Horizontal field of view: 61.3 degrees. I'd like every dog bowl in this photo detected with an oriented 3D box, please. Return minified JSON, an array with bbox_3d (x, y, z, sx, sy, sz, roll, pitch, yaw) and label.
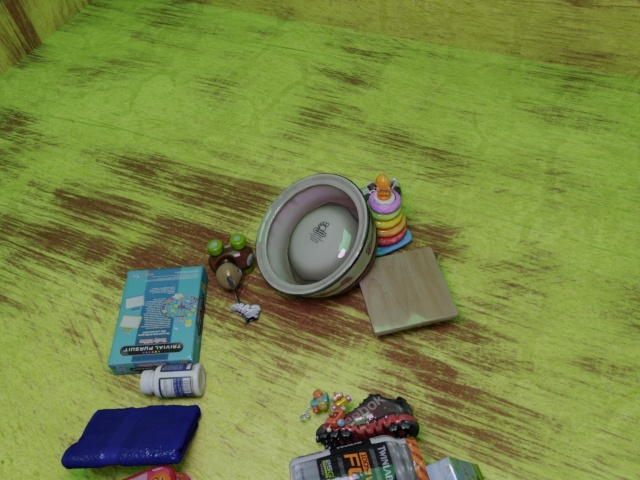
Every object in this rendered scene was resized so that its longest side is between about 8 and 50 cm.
[{"bbox_3d":[0.000,0.000,1.711,0.408,0.150,0.407,-15,61,28],"label":"dog bowl"}]

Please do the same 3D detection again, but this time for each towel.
[{"bbox_3d":[-0.490,0.528,1.439,0.309,0.076,0.227,-5,17,5],"label":"towel"}]

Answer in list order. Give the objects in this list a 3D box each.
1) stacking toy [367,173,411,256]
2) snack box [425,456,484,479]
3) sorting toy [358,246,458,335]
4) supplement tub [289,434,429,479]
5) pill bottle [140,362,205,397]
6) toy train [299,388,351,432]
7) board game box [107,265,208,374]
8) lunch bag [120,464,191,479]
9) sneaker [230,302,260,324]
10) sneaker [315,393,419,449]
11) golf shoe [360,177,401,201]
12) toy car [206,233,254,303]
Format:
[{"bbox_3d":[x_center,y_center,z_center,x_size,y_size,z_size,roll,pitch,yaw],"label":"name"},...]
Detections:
[{"bbox_3d":[0.205,-0.109,1.763,0.166,0.301,0.175,-26,54,-13],"label":"stacking toy"},{"bbox_3d":[0.342,0.610,1.258,0.070,0.207,0.174,-34,51,19],"label":"snack box"},{"bbox_3d":[0.259,0.169,1.679,0.256,0.089,0.257,-12,52,-4],"label":"sorting toy"},{"bbox_3d":[0.094,0.590,1.308,0.316,0.193,0.193,-13,53,-5],"label":"supplement tub"},{"bbox_3d":[-0.426,0.406,1.562,0.170,0.094,0.094,-3,52,3],"label":"pill bottle"},{"bbox_3d":[0.012,0.449,1.458,0.166,0.046,0.125,-7,26,47],"label":"toy train"},{"bbox_3d":[-0.501,0.245,1.702,0.254,0.079,0.335,-4,53,2],"label":"board game box"},{"bbox_3d":[-0.436,0.720,1.302,0.258,0.120,0.293,-23,50,6],"label":"lunch bag"},{"bbox_3d":[-0.242,0.236,1.709,0.098,0.038,0.069,0,52,6],"label":"sneaker"},{"bbox_3d":[0.121,0.485,1.450,0.276,0.097,0.135,-13,35,8],"label":"sneaker"},{"bbox_3d":[0.154,-0.157,1.922,0.273,0.120,0.105,-15,54,-4],"label":"golf shoe"},{"bbox_3d":[-0.277,0.103,1.731,0.149,0.155,0.188,-15,47,-6],"label":"toy car"}]
